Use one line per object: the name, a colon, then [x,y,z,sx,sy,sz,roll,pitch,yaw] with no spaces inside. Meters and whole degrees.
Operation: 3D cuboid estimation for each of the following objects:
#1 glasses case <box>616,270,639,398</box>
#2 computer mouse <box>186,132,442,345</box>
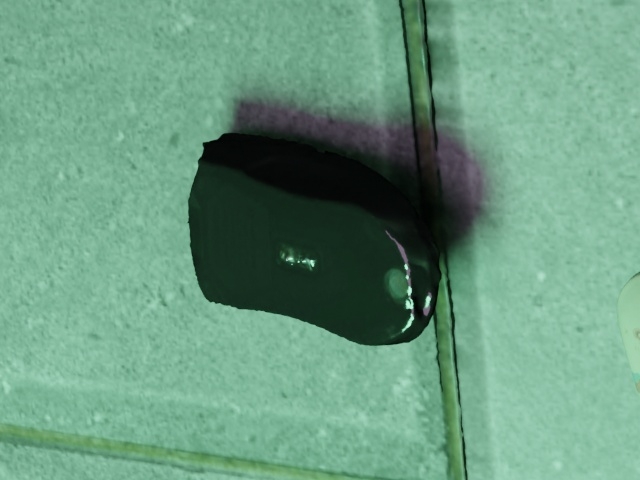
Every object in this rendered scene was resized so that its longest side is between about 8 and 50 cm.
glasses case: [0.245,0.108,1.196,0.081,0.051,0.204,-16,100,37]
computer mouse: [0.000,0.000,1.293,0.217,0.073,0.122,16,114,33]
